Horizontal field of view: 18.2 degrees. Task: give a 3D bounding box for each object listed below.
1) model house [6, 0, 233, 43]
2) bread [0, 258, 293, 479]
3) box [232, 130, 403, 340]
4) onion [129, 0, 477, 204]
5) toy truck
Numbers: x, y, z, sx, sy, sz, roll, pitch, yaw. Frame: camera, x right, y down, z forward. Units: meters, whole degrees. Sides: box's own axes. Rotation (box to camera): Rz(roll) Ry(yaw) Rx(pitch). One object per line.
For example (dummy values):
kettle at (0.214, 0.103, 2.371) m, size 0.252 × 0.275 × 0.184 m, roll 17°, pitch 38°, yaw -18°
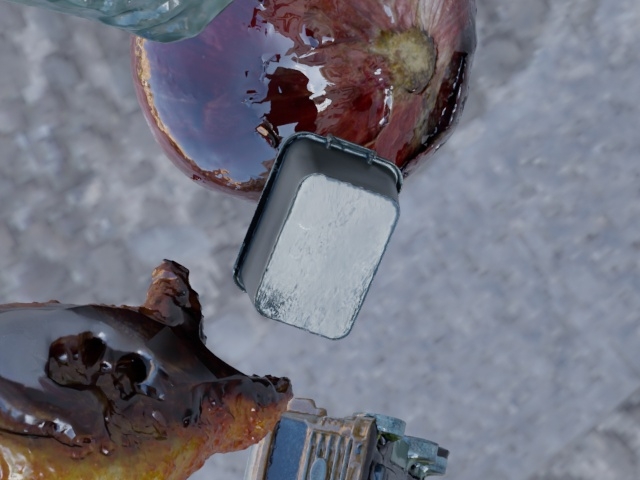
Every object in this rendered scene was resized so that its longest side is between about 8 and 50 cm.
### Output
model house at (-0.110, -0.223, 0.770) m, size 0.325 × 0.267 × 0.194 m, roll 157°, pitch 122°, yaw -69°
bread at (-0.125, 0.089, 1.095) m, size 0.095 × 0.269 × 0.139 m, roll -48°, pitch 71°, yaw 26°
box at (0.000, 0.000, 1.246) m, size 0.084 × 0.069 × 0.122 m, roll 19°, pitch 105°, yaw -10°
onion at (-0.011, -0.156, 1.507) m, size 0.276 × 0.276 × 0.276 m, roll 17°, pitch 120°, yaw 32°
toy truck at (0.009, 0.190, 1.516) m, size 0.140 × 0.257 × 0.108 m, roll 8°, pitch 78°, yaw 17°
